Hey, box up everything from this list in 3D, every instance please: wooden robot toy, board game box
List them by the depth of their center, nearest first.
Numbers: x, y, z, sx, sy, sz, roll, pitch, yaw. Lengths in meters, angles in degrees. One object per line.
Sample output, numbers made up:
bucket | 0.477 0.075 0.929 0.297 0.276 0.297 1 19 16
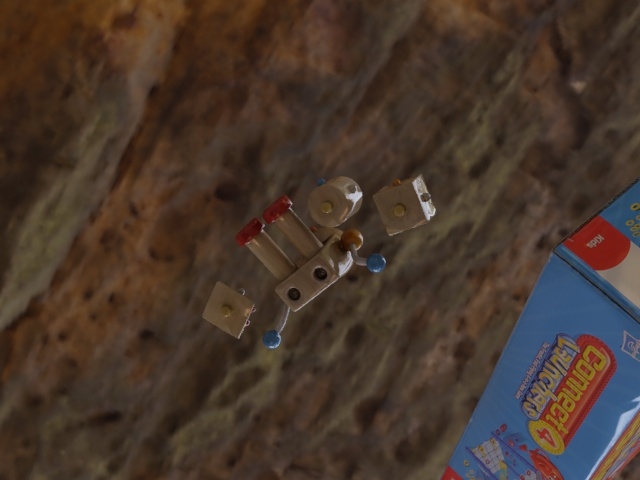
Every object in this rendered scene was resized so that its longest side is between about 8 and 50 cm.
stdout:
wooden robot toy | 0.000 0.000 0.833 0.173 0.076 0.079 -37 180 24
board game box | 0.237 0.040 0.849 0.302 0.086 0.308 -37 157 -28
